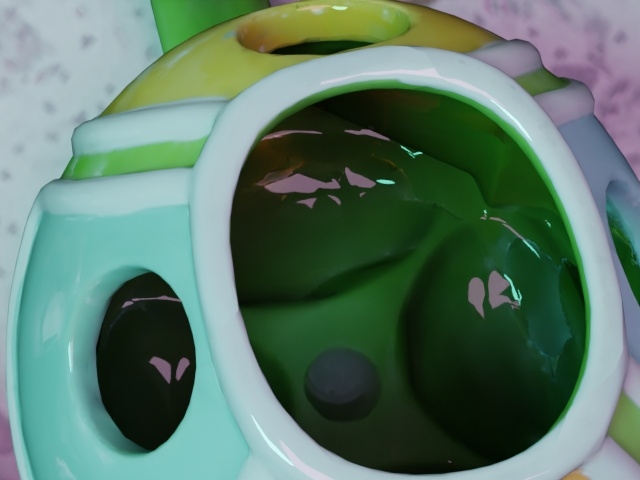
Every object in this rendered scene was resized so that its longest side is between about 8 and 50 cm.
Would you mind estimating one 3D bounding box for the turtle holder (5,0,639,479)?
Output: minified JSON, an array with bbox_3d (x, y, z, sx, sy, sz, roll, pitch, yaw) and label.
[{"bbox_3d":[0.017,0.009,0.535,0.243,0.227,0.320,12,72,-2],"label":"turtle holder"}]
